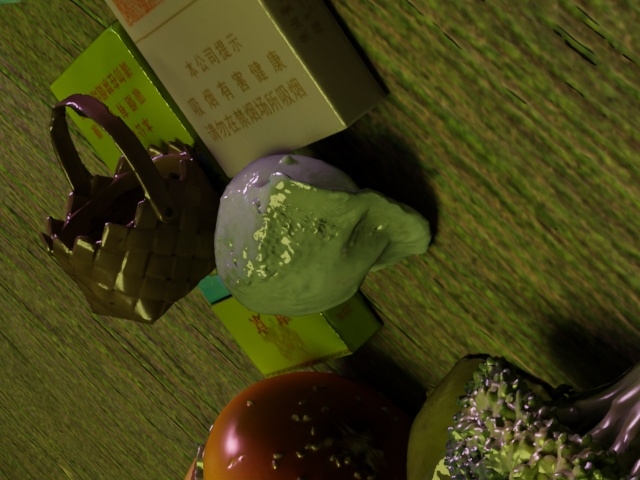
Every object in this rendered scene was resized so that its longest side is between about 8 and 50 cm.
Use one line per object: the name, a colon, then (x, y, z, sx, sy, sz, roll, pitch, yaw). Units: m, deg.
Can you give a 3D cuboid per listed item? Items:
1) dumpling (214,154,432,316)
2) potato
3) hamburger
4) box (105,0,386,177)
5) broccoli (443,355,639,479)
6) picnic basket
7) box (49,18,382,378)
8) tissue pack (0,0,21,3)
dumpling: (-0.011, 0.009, 1.185, 0.153, 0.108, 0.219, 33, 162, -2)
potato: (0.140, 0.197, 1.224, 0.202, 0.117, 0.182, 38, 148, 25)
hamburger: (0.007, 0.214, 1.333, 0.246, 0.246, 0.170, 43, 135, 15)
box: (-0.114, -0.222, 1.156, 0.365, 0.051, 0.204, 56, 153, -9)
broccoli: (0.189, 0.165, 1.055, 0.176, 0.226, 0.198, -30, 144, 29)
picnic basket: (-0.160, -0.035, 1.263, 0.128, 0.138, 0.178, 8, 133, 48)
box: (-0.096, -0.033, 1.371, 0.335, 0.047, 0.187, 53, 152, -6)
tissue pack: (-0.364, -0.280, 1.395, 0.177, 0.089, 0.263, 44, 160, -30)
